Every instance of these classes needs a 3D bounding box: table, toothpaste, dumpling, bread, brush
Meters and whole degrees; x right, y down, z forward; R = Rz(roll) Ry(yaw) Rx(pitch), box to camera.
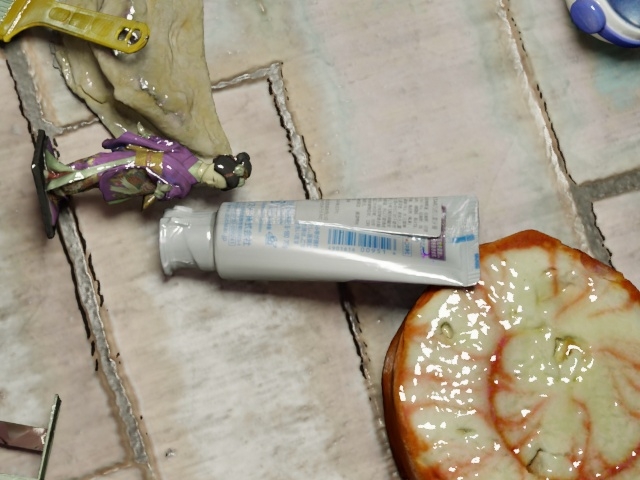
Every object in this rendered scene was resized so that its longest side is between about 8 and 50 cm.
[{"bbox_3d":[-0.329,0.217,1.197,0.146,0.062,0.175,10,77,-4],"label":"table"},{"bbox_3d":[0.000,0.000,1.235,0.299,0.073,0.114,0,46,6],"label":"toothpaste"},{"bbox_3d":[-0.183,-0.211,1.276,0.166,0.086,0.332,-8,78,-10],"label":"dumpling"},{"bbox_3d":[0.216,0.162,1.236,0.328,0.114,0.295,36,80,0],"label":"bread"},{"bbox_3d":[-0.248,-0.213,1.249,0.218,0.010,0.082,21,77,31],"label":"brush"}]

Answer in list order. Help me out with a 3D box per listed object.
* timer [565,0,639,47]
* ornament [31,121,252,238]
[{"bbox_3d":[0.239,-0.361,1.283,0.270,0.270,0.383,-41,101,-11],"label":"timer"},{"bbox_3d":[-0.166,-0.060,1.217,0.203,0.081,0.088,-2,123,3],"label":"ornament"}]
